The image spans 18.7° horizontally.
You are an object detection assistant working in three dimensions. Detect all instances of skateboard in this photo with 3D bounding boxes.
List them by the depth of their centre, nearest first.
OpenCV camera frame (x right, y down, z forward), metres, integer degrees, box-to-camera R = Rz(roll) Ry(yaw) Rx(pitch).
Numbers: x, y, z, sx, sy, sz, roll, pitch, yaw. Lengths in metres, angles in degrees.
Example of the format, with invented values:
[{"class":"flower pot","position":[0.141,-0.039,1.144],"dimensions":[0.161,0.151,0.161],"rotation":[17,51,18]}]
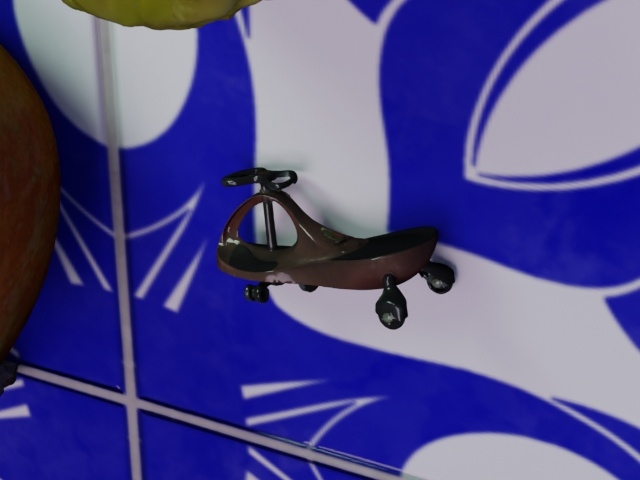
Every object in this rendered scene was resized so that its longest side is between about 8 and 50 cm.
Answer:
[{"class":"skateboard","position":[0.000,0.000,1.149],"dimensions":[0.151,0.067,0.080],"rotation":[5,113,31]}]

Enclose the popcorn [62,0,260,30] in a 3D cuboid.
[{"class":"popcorn","position":[-0.087,-0.219,0.947],"dimensions":[0.249,0.225,0.249],"rotation":[17,132,20]}]

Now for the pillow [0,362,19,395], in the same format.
[{"class":"pillow","position":[-0.337,0.093,1.348],"dimensions":[0.248,0.135,0.049],"rotation":[9,112,25]}]

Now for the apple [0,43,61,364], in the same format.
[{"class":"apple","position":[-0.288,-0.019,1.183],"dimensions":[0.301,0.301,0.301],"rotation":[15,126,21]}]
